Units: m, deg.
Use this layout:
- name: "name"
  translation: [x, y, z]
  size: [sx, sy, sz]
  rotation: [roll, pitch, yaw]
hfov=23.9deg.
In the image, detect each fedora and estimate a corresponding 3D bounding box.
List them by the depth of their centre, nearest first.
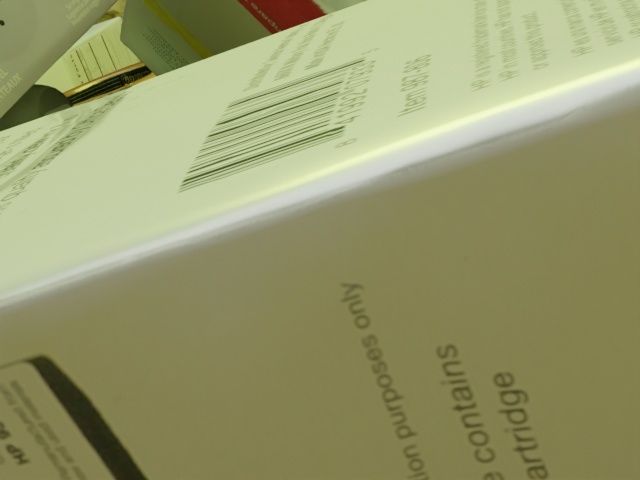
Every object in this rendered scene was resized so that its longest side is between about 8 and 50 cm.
- name: "fedora"
  translation: [-0.180, -0.109, 1.379]
  size: [0.194, 0.079, 0.194]
  rotation: [-20, 15, 5]

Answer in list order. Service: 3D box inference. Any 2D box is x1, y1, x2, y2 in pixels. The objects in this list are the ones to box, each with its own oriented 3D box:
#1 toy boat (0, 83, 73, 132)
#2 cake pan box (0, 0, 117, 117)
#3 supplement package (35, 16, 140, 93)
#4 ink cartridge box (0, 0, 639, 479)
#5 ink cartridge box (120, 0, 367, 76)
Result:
- name: "toy boat"
  translation: [-0.208, -0.030, 1.008]
  size: [0.267, 0.148, 0.318]
  rotation: [-28, 16, -23]
- name: "cake pan box"
  translation: [-0.236, -0.089, 0.878]
  size: [0.267, 0.070, 0.246]
  rotation: [-52, 20, -27]
- name: "supplement package"
  translation: [-0.272, -0.163, 1.651]
  size: [0.105, 0.105, 0.179]
  rotation: [-15, 16, 20]
- name: "ink cartridge box"
  translation: [-0.046, 0.043, 0.485]
  size: [0.395, 0.166, 0.285]
  rotation: [-18, 15, 11]
- name: "ink cartridge box"
  translation: [0.023, -0.221, 0.985]
  size: [0.279, 0.160, 0.385]
  rotation: [-47, 1, -13]
